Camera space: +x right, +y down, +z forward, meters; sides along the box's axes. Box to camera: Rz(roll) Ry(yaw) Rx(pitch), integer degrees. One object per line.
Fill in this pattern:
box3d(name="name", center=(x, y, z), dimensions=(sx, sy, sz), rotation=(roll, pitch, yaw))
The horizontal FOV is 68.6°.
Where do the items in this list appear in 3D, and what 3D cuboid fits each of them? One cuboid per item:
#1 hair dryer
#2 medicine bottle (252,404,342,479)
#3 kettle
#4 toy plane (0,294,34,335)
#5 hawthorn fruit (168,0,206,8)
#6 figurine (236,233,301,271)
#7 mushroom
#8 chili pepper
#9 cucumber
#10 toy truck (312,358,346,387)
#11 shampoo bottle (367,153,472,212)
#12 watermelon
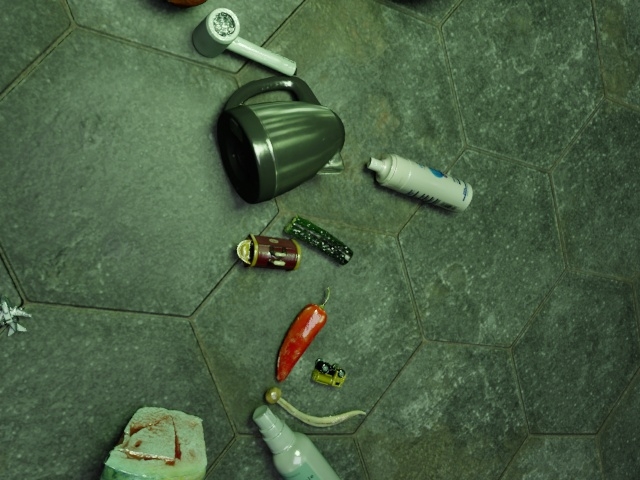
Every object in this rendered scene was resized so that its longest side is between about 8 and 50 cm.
box3d(name="hair dryer", center=(-0.149, -0.411, 1.020), dimensions=(0.237, 0.131, 0.073), rotation=(18, 89, -29))
box3d(name="medicine bottle", center=(-0.058, 0.554, 1.185), dimensions=(0.110, 0.110, 0.351), rotation=(-38, 109, -14))
box3d(name="kettle", center=(-0.075, -0.227, 1.057), dimensions=(0.271, 0.251, 0.207), rotation=(-21, 134, -25))
box3d(name="toy plane", center=(-0.625, 0.150, 0.944), dimensions=(0.079, 0.031, 0.083), rotation=(-17, 106, -6))
box3d(name="hawthorn fruit", center=(-0.265, -0.566, 0.917), dimensions=(0.179, 0.179, 0.200), rotation=(37, 87, -22))
box3d(name="figurine", center=(-0.120, 0.036, 1.101), dimensions=(0.155, 0.098, 0.082), rotation=(7, 98, -26))
box3d(name="mushroom", center=(-0.013, 0.449, 1.233), dimensions=(0.306, 0.043, 0.068), rotation=(26, 112, -25))
box3d(name="chili pepper", center=(-0.046, 0.236, 1.179), dimensions=(0.071, 0.063, 0.272), rotation=(32, 87, -10))
box3d(name="cucumber", center=(0.001, 0.000, 1.168), dimensions=(0.187, 0.058, 0.058), rotation=(30, 85, -23))
box3d(name="toy truck", center=(0.024, 0.349, 1.227), dimensions=(0.083, 0.049, 0.054), rotation=(23, 89, -22))
box3d(name="shampoo bottle", center=(0.255, -0.157, 1.234), dimensions=(0.304, 0.092, 0.092), rotation=(17, 90, -23))
box3d(name="watermelon", center=(-0.385, 0.486, 1.045), dimensions=(0.213, 0.201, 0.261), rotation=(19, 132, -24))
